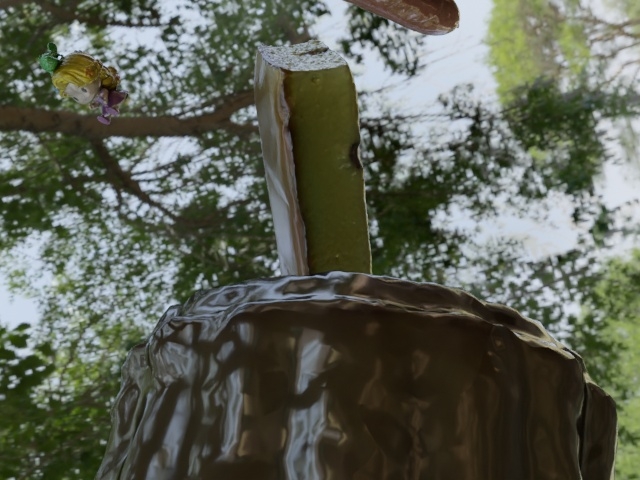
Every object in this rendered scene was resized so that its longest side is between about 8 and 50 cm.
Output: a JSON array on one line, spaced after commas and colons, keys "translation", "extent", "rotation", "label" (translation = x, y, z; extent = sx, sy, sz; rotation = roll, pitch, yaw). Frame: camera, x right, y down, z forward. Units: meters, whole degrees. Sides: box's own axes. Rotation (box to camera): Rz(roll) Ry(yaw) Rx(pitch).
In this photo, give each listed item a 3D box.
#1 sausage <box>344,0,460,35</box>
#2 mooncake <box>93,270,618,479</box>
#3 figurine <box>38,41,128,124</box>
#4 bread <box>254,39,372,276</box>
[{"translation": [0.039, -0.392, 1.155], "extent": [0.433, 0.088, 0.088], "rotation": [14, -120, -25], "label": "sausage"}, {"translation": [0.022, 0.152, 0.477], "extent": [0.324, 0.324, 0.187], "rotation": [41, -132, -45], "label": "mooncake"}, {"translation": [-0.411, -0.290, 1.363], "extent": [0.156, 0.095, 0.115], "rotation": [29, -139, -30], "label": "figurine"}, {"translation": [0.000, 0.000, 0.753], "extent": [0.138, 0.077, 0.361], "rotation": [-122, 23, -64], "label": "bread"}]
